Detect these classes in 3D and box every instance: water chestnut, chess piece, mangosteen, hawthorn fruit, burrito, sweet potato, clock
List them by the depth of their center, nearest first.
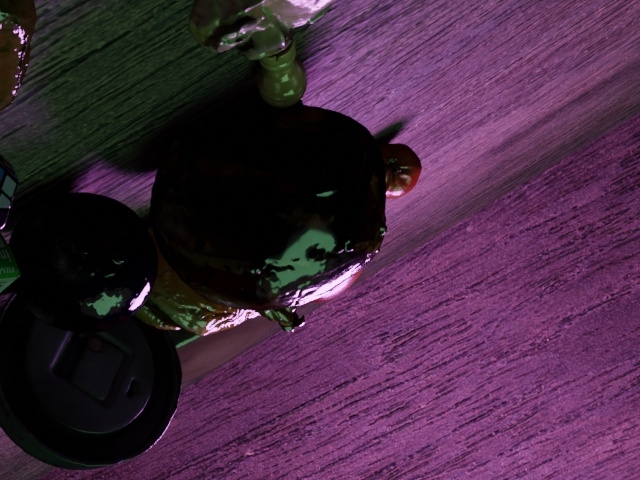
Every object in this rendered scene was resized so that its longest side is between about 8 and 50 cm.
[{"bbox_3d":[-0.292,-0.161,0.827,0.081,0.062,0.233,-6,161,-29],"label":"sweet potato"},{"bbox_3d":[0.014,-0.293,0.934,0.348,0.107,0.175,-35,-177,28],"label":"burrito"},{"bbox_3d":[-0.051,-0.220,1.184,0.066,0.066,0.122,-29,163,-8],"label":"chess piece"},{"bbox_3d":[-0.320,0.030,1.276,0.194,0.194,0.230,-26,-175,-22],"label":"mangosteen"},{"bbox_3d":[-0.069,-0.020,1.338,0.335,0.335,0.346,-24,134,-29],"label":"water chestnut"},{"bbox_3d":[-0.372,0.200,1.503,0.325,0.325,0.067,-18,170,-47],"label":"clock"},{"bbox_3d":[0.136,-0.135,1.868,0.128,0.128,0.128,-29,168,-7],"label":"hawthorn fruit"}]

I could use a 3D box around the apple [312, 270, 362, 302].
[{"bbox_3d":[0.000,0.000,1.855,0.230,0.230,0.230,-29,168,-7],"label":"apple"}]

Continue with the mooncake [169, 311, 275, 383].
[{"bbox_3d":[-0.265,0.145,1.857,0.356,0.194,0.356,-28,164,-9],"label":"mooncake"}]

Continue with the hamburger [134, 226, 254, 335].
[{"bbox_3d":[-0.206,0.059,1.601,0.132,0.211,0.309,-34,171,37],"label":"hamburger"}]

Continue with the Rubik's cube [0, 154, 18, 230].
[{"bbox_3d":[-0.364,-0.052,0.940,0.112,0.133,0.133,-43,169,-5],"label":"Rubik's cube"}]

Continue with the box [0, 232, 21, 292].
[{"bbox_3d":[-0.505,0.069,1.151,0.250,0.103,0.180,-36,168,26],"label":"box"}]
